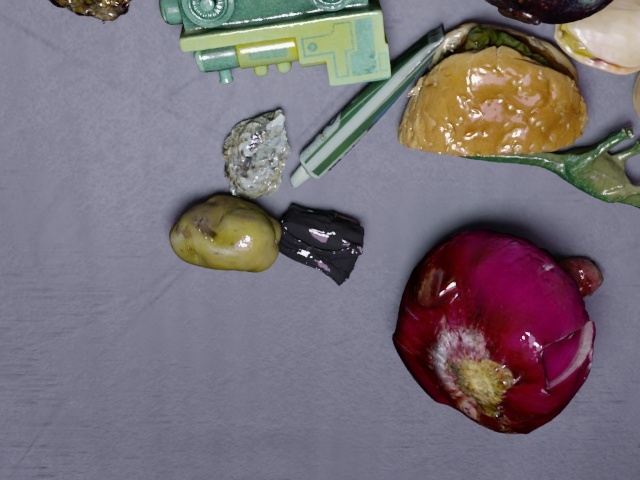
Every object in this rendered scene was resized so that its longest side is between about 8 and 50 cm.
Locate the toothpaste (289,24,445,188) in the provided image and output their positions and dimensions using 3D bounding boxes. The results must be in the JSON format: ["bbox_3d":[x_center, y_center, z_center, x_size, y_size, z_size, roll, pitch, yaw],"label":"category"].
[{"bbox_3d":[0.079,-0.228,1.610,0.061,0.099,0.392,41,113,-15],"label":"toothpaste"}]

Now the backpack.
[{"bbox_3d":[0.000,-0.003,1.715,0.165,0.106,0.120,27,137,1],"label":"backpack"}]

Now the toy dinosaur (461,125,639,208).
[{"bbox_3d":[0.463,-0.103,1.706,0.301,0.087,0.447,-30,121,26],"label":"toy dinosaur"}]

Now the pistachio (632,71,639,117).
[{"bbox_3d":[0.647,-0.291,1.581,0.157,0.157,0.229,29,101,-17],"label":"pistachio"}]

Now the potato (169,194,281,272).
[{"bbox_3d":[-0.170,-0.008,1.662,0.200,0.154,0.137,4,119,13],"label":"potato"}]

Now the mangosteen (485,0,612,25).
[{"bbox_3d":[0.354,-0.472,1.392,0.288,0.288,0.288,-1,119,-3],"label":"mangosteen"}]

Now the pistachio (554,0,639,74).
[{"bbox_3d":[0.499,-0.358,1.551,0.200,0.117,0.145,9,80,0],"label":"pistachio"}]

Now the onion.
[{"bbox_3d":[0.363,0.126,1.721,0.420,0.398,0.398,-40,123,-30],"label":"onion"}]

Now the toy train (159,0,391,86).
[{"bbox_3d":[-0.072,-0.360,1.500,0.369,0.150,0.237,-7,125,3],"label":"toy train"}]

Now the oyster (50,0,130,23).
[{"bbox_3d":[-0.396,-0.419,1.496,0.177,0.056,0.105,20,123,-19],"label":"oyster"}]

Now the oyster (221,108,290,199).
[{"bbox_3d":[-0.117,-0.153,1.651,0.125,0.064,0.177,-3,120,-7],"label":"oyster"}]

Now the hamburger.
[{"bbox_3d":[0.291,-0.265,1.557,0.330,0.162,0.209,-5,120,5],"label":"hamburger"}]
